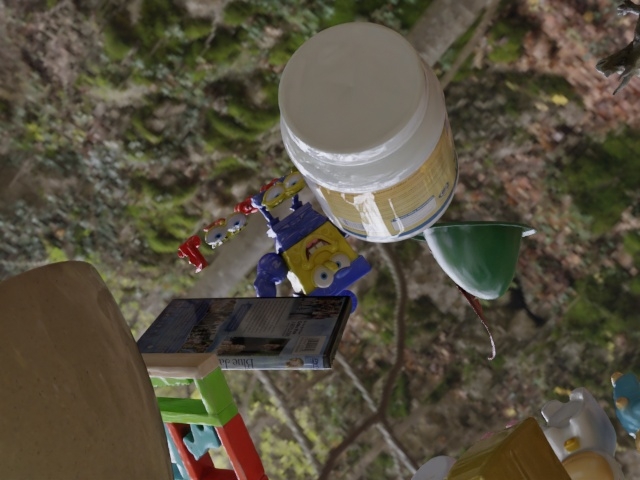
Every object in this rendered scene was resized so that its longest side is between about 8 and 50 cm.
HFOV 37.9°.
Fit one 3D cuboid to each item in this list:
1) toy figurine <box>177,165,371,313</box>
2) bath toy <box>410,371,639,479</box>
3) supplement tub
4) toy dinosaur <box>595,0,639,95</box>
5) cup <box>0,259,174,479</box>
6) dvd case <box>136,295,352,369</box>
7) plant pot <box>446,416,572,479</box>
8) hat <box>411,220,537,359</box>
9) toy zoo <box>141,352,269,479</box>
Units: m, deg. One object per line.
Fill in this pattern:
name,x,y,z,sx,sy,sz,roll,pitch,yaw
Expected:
toy figurine,0.000,0.000,1.334,0.217,0.363,0.191,57,162,-6
bath toy,0.267,0.298,1.153,0.129,0.348,0.151,53,-151,-10
supplement tub,0.046,-0.093,0.846,0.144,0.144,0.199,49,177,23
toy dinosaur,0.620,-0.383,1.611,0.121,0.314,0.160,26,-144,-44
cup,-0.263,0.213,0.820,0.237,0.331,0.331,50,-160,9
dvd case,-0.096,0.114,1.175,0.253,0.022,0.180,-2,-161,12
plant pot,0.158,0.217,0.811,0.083,0.081,0.081,-20,-104,-46
hat,0.224,0.075,1.305,0.209,0.173,0.183,5,-99,-36
toy zoo,-0.132,0.257,1.021,0.030,0.192,0.293,-35,-70,-43
